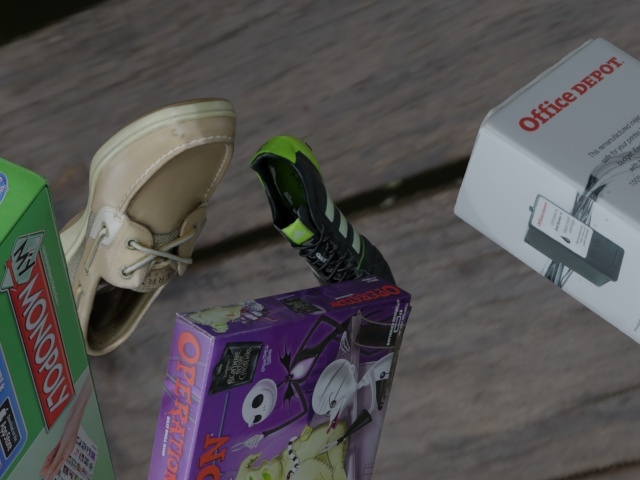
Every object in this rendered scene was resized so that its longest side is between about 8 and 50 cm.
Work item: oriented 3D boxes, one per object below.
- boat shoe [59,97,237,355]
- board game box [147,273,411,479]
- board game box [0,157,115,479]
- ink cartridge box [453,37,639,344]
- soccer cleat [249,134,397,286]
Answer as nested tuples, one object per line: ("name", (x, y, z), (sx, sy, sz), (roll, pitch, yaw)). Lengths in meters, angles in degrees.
("boat shoe", (-0.137, -0.007, 1.535), (0.302, 0.109, 0.098), (-48, 56, 49))
("board game box", (-0.047, 0.203, 1.436), (0.056, 0.208, 0.347), (31, 118, 42))
("board game box", (-0.163, 0.134, 0.774), (0.046, 0.213, 0.317), (23, 149, 16))
("ink cartridge box", (0.214, -0.024, 1.255), (0.208, 0.153, 0.087), (37, 136, 20))
("soccer cleat", (0.000, 0.000, 1.517), (0.060, 0.072, 0.179), (-32, 90, 26))
